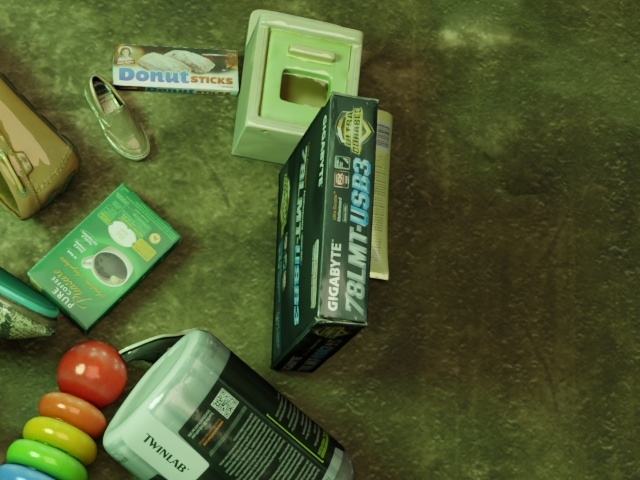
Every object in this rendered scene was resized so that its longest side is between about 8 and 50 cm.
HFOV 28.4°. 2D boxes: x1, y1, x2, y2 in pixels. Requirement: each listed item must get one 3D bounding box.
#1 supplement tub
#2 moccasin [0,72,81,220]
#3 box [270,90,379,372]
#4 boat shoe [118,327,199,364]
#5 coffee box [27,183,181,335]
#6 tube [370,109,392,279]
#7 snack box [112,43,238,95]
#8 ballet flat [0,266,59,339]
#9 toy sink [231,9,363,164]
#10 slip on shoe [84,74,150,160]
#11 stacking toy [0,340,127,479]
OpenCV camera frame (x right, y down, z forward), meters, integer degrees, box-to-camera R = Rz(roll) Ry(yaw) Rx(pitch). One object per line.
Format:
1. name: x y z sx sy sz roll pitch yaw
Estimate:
1. supplement tub: -0.094 0.276 1.565 0.316 0.193 0.193 41 69 -9
2. moccasin: -0.494 -0.180 1.664 0.380 0.139 0.147 48 60 -6
3. box: 0.000 0.000 1.631 0.073 0.293 0.296 6 73 -11
4. boat shoe: -0.204 0.144 1.647 0.133 0.049 0.042 -7 78 -50
5. coffee box: -0.289 0.024 1.691 0.113 0.040 0.184 42 69 2
6. tube: 0.061 -0.066 1.797 0.070 0.062 0.240 -3 75 31
7. snack box: -0.206 -0.243 1.801 0.178 0.022 0.064 1 74 -13
8. ballet flat: -0.551 0.012 1.591 0.483 0.164 0.182 40 91 6
9. toy sink: -0.029 -0.235 1.782 0.152 0.131 0.234 11 71 -11
10. slip on shoe: -0.282 -0.172 1.751 0.051 0.041 0.135 -28 81 -19
11. stacking toy: -0.331 0.276 1.567 0.141 0.141 0.330 26 64 -4
